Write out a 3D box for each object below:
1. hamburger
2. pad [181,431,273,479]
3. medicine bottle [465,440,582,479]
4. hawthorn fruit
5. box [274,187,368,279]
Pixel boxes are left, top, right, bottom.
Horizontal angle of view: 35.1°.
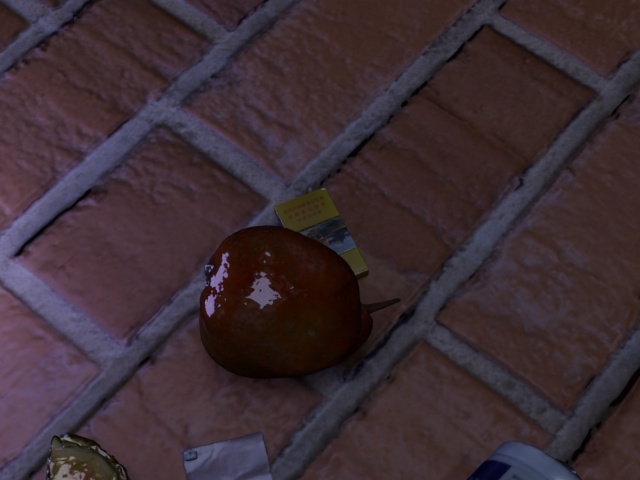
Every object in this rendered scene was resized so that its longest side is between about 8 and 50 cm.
[{"bbox_3d":[-0.295,0.365,1.245,0.131,0.124,0.262,7,65,-17],"label":"hamburger"},{"bbox_3d":[-0.109,0.347,1.309,0.113,0.006,0.187,-12,62,-7],"label":"pad"},{"bbox_3d":[0.175,0.410,1.167,0.190,0.190,0.332,41,69,20],"label":"medicine bottle"},{"bbox_3d":[-0.029,0.088,1.341,0.262,0.210,0.210,9,61,-4],"label":"hawthorn fruit"},{"bbox_3d":[0.000,0.000,1.488,0.087,0.023,0.155,-21,64,-14],"label":"box"}]
